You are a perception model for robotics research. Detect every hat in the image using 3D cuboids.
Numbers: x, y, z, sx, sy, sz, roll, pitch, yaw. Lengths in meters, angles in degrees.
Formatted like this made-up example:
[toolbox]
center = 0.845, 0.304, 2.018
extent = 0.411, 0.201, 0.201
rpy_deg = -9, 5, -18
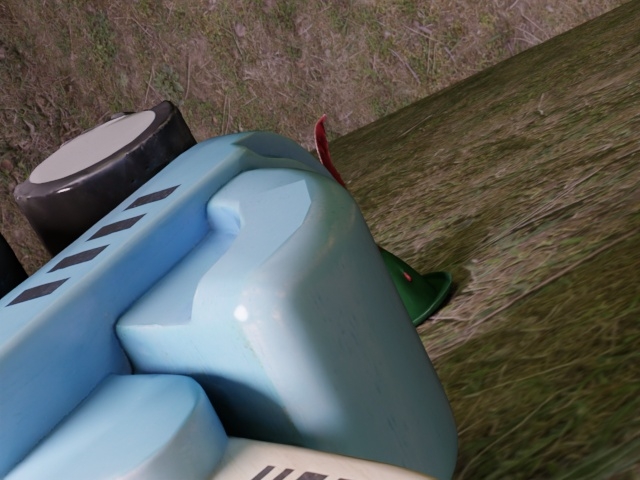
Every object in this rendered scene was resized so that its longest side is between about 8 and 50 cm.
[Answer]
[hat]
center = 0.000, 0.000, 1.131
extent = 0.173, 0.183, 0.208
rpy_deg = -31, 8, -10

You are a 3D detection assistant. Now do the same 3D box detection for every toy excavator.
[toy excavator]
center = -0.038, 0.097, 0.530
extent = 0.445, 0.222, 0.433
rpy_deg = -7, 28, 42
